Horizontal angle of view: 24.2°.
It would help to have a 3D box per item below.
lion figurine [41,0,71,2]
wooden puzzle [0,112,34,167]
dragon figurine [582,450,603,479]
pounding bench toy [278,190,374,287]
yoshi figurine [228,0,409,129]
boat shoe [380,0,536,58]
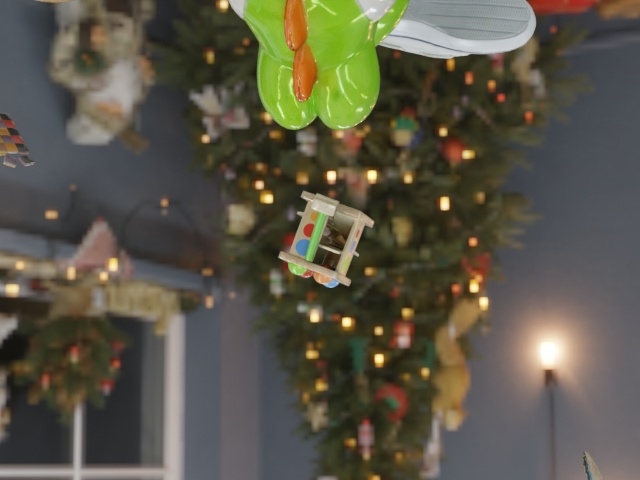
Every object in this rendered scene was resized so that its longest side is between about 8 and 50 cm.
[{"bbox_3d":[-0.312,-0.252,1.325,0.392,0.240,0.142,-16,140,4],"label":"lion figurine"},{"bbox_3d":[-0.273,-0.088,1.239,0.049,0.083,0.006,-1,135,-39],"label":"wooden puzzle"},{"bbox_3d":[0.219,0.331,1.233,0.144,0.289,0.085,-20,-174,23],"label":"dragon figurine"},{"bbox_3d":[0.000,0.000,1.194,0.052,0.065,0.083,21,177,16],"label":"pounding bench toy"},{"bbox_3d":[-0.003,-0.261,1.012,0.203,0.362,0.203,-21,-149,-39],"label":"yoshi figurine"},{"bbox_3d":[0.135,-0.237,1.614,0.226,0.083,0.076,17,163,32],"label":"boat shoe"}]
